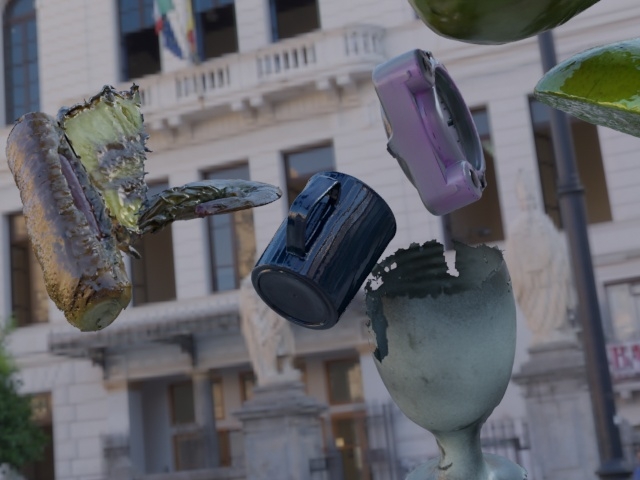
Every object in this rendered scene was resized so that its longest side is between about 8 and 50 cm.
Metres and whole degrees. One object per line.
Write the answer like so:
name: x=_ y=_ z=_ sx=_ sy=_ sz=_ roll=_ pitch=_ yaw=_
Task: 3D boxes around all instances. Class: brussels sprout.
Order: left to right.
brussels sprout: x=0.235 y=-0.391 z=1.371 sx=0.327 sy=0.247 sz=0.328 roll=-19 pitch=-21 yaw=-7

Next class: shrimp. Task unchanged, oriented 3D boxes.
shrimp: x=-0.146 y=-0.047 z=1.421 sx=0.133 sy=0.053 sz=0.236 roll=20 pitch=24 yaw=38

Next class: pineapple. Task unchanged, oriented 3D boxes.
pineapple: x=-0.365 y=-0.097 z=1.629 sx=0.158 sy=0.335 sz=0.161 roll=15 pitch=-37 yaw=-42

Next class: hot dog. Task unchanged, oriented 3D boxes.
hot dog: x=-0.262 y=-0.029 z=1.060 sx=0.083 sy=0.289 sz=0.068 roll=-39 pitch=-37 yaw=9

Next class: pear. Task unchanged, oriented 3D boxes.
pear: x=0.443 y=-0.231 z=1.569 sx=0.239 sy=0.139 sz=0.288 roll=11 pitch=1 yaw=27

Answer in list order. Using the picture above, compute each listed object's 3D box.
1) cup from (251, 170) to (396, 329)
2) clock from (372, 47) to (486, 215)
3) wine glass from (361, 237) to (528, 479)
cup: x=-0.007 y=0.002 z=1.137 sx=0.113 sy=0.138 sz=0.150 roll=-4 pitch=-47 yaw=44
clock: x=0.163 y=-0.159 z=1.496 sx=0.090 sy=0.228 sz=0.248 roll=-21 pitch=4 yaw=21
wine glass: x=0.159 y=0.171 z=1.303 sx=0.190 sy=0.357 sz=0.190 roll=-11 pitch=20 yaw=4
